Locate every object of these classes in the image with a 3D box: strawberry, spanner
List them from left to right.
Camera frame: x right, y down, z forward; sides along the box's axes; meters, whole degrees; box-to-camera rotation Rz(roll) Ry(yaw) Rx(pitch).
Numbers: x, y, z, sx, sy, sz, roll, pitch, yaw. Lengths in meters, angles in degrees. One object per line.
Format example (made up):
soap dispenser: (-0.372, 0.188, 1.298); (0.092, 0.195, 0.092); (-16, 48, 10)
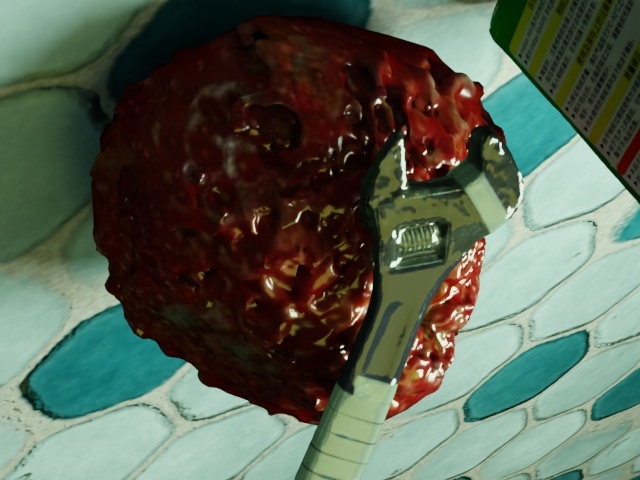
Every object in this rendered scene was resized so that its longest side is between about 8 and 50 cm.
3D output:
strawberry: (0.000, 0.000, 0.861); (0.274, 0.220, 0.274); (-23, 157, -10)
spanner: (0.019, 0.079, 0.777); (0.087, 0.024, 0.316); (10, 113, -29)

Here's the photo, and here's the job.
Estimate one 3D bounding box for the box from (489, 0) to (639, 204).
box: (0.217, -0.114, 0.846); (0.103, 0.250, 0.180); (-24, 154, -26)
